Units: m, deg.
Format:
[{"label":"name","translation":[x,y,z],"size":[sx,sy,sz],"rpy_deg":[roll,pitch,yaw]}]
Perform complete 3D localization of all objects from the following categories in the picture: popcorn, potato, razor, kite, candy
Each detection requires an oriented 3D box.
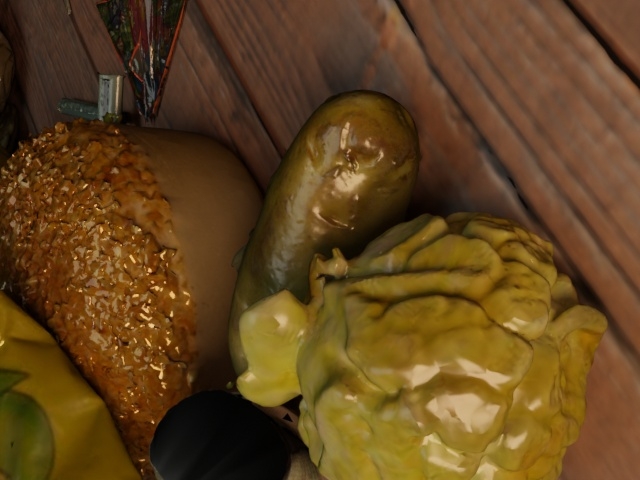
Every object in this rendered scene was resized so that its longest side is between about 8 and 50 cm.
[{"label":"popcorn","translation":[0.049,0.051,0.393],"size":[0.141,0.162,0.135],"rpy_deg":[-58,-1,-2]},{"label":"potato","translation":[0.000,0.000,0.489],"size":[0.085,0.105,0.188],"rpy_deg":[24,124,4]},{"label":"razor","translation":[-0.234,-0.132,0.918],"size":[0.211,0.036,0.084],"rpy_deg":[24,110,61]},{"label":"kite","translation":[-0.168,-0.195,0.806],"size":[0.241,0.014,0.183],"rpy_deg":[20,113,57]},{"label":"candy","translation":[-0.193,0.141,0.558],"size":[0.297,0.081,0.187],"rpy_deg":[48,124,16]}]

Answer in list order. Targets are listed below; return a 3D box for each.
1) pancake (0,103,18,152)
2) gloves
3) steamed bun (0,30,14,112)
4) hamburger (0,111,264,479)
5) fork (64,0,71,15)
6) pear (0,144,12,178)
[{"label":"pancake","translation":[-0.489,-0.088,1.233],"size":[0.235,0.029,0.212],"rpy_deg":[-48,34,13]},{"label":"gloves","translation":[-0.013,0.156,0.514],"size":[0.128,0.212,0.111],"rpy_deg":[6,69,24]},{"label":"steamed bun","translation":[-0.481,-0.237,1.195],"size":[0.218,0.145,0.211],"rpy_deg":[-148,62,-87]},{"label":"hamburger","translation":[-0.152,0.044,0.674],"size":[0.294,0.179,0.275],"rpy_deg":[24,116,55]},{"label":"fork","translation":[-0.293,-0.299,0.992],"size":[0.115,0.012,0.016],"rpy_deg":[67,150,15]},{"label":"pear","translation":[-0.437,0.058,0.990],"size":[0.391,0.391,0.390],"rpy_deg":[20,114,56]}]
